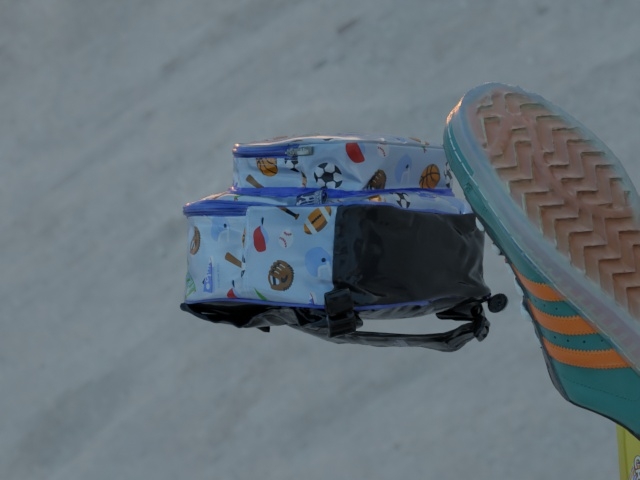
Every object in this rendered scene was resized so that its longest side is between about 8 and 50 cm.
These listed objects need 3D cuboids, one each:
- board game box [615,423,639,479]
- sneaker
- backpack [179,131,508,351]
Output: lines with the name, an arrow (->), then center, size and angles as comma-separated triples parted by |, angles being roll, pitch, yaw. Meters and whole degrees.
board game box -> 0.338, 0.159, 1.419 | 0.242, 0.316, 0.064 | 2, -16, -18
sneaker -> 0.172, 0.038, 1.258 | 0.108, 0.302, 0.121 | -38, -3, -38
backpack -> 0.000, 0.000, 1.809 | 0.263, 0.213, 0.276 | -8, -10, 35
